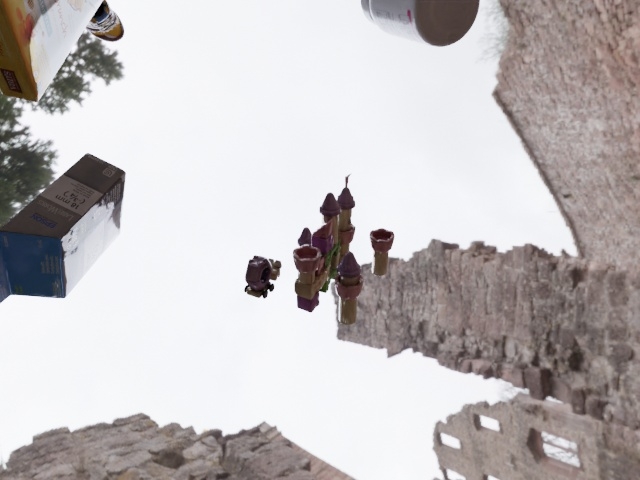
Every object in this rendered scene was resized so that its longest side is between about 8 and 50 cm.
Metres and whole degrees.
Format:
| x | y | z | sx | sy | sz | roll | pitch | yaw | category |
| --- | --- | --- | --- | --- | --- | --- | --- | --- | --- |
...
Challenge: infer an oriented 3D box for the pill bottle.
| x | y | z | sx | sy | sz | roll | pitch | yaw | category |
| --- | --- | --- | --- | --- | --- | --- | --- | --- | --- |
| 0.210 | -0.541 | 1.067 | 0.161 | 0.283 | 0.160 | -12 | -57 | -18 | pill bottle |

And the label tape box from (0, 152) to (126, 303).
| x | y | z | sx | sy | sz | roll | pitch | yaw | category |
| --- | --- | --- | --- | --- | --- | --- | --- | --- | --- |
| -0.561 | 0.006 | 1.011 | 0.106 | 0.240 | 0.333 | 27 | -133 | -4 | label tape box |

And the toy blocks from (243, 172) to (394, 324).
| x | y | z | sx | sy | sz | roll | pitch | yaw | category |
| --- | --- | --- | --- | --- | --- | --- | --- | --- | --- |
| 0.000 | 0.000 | 1.167 | 0.288 | 0.309 | 0.259 | -48 | -35 | -50 | toy blocks |

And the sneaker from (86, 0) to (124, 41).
| x | y | z | sx | sy | sz | roll | pitch | yaw | category |
| --- | --- | --- | --- | --- | --- | --- | --- | --- | --- |
| -0.432 | -0.434 | 0.912 | 0.069 | 0.084 | 0.185 | -47 | -16 | 1 | sneaker |

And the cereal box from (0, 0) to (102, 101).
| x | y | z | sx | sy | sz | roll | pitch | yaw | category |
| --- | --- | --- | --- | --- | --- | --- | --- | --- | --- |
| -0.329 | -0.310 | 0.560 | 0.048 | 0.173 | 0.240 | 11 | -124 | -7 | cereal box |
